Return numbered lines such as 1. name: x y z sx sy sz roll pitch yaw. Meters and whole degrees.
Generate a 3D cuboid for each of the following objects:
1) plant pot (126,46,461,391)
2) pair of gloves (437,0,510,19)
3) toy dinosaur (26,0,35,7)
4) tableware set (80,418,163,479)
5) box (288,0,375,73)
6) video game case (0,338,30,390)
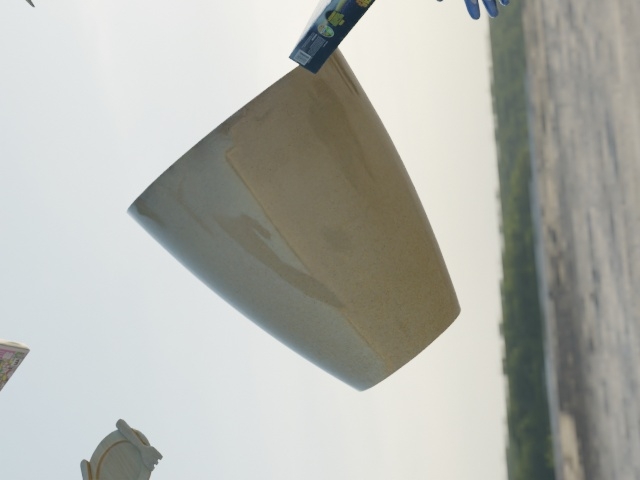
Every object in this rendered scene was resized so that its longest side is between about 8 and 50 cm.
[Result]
1. plant pot: 0.000 0.000 1.356 0.274 0.256 0.256 52 -170 0
2. pair of gloves: 0.189 -0.326 1.477 0.159 0.198 0.023 58 176 -20
3. toy dinosaur: -0.378 -0.298 1.295 0.121 0.313 0.160 -11 88 58
4. tableware set: -0.169 0.221 1.033 0.020 0.169 0.141 33 -162 -47
5. box: 0.028 -0.189 1.032 0.094 0.027 0.137 -64 10 -27
6. video game case: -0.298 0.129 1.161 0.122 0.011 0.087 -53 -26 7
